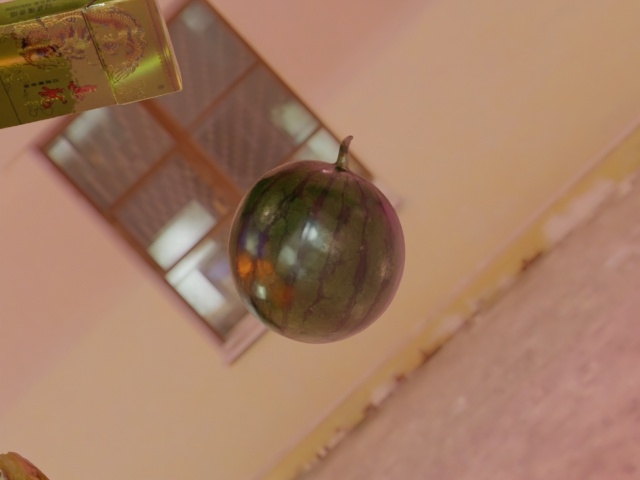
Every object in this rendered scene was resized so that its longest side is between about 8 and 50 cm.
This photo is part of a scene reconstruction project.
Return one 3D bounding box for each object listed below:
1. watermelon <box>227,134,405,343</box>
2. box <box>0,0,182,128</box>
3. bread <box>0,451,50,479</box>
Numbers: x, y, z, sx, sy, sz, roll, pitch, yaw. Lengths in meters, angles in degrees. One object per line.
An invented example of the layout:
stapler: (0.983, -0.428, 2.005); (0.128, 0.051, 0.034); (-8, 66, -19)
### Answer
watermelon: (0.000, 0.000, 1.781); (0.188, 0.188, 0.214); (-56, -13, -79)
box: (-0.329, -0.209, 1.984); (0.311, 0.043, 0.173); (-11, -36, 1)
bread: (-0.359, 0.406, 2.105); (0.195, 0.344, 0.149); (15, 44, 37)
